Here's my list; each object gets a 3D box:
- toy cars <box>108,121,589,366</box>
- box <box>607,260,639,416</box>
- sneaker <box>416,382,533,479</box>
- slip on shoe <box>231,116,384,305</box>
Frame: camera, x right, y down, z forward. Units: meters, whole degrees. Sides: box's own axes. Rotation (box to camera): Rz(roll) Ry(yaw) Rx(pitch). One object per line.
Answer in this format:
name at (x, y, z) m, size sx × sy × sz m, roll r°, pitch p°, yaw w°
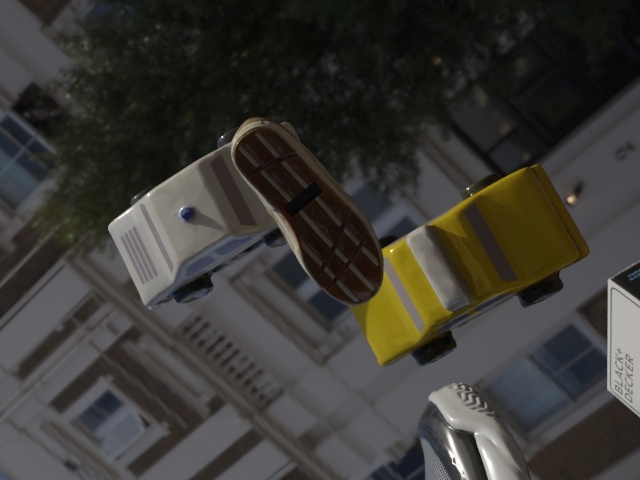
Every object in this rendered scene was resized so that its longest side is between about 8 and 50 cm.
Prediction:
toy cars at (0.000, 0.000, 0.825) m, size 0.394 × 0.176 × 0.087 m, roll 12°, pitch -178°, yaw 20°
box at (0.399, 0.150, 1.003) m, size 0.290 × 0.087 × 0.169 m, roll 46°, pitch 156°, yaw 45°
sneaker at (0.055, 0.210, 0.545) m, size 0.101 × 0.153 × 0.268 m, roll 70°, pitch -174°, yaw -63°
slip on shoe at (-0.007, -0.020, 0.663) m, size 0.135 × 0.051 × 0.041 m, roll 49°, pitch -169°, yaw -17°
